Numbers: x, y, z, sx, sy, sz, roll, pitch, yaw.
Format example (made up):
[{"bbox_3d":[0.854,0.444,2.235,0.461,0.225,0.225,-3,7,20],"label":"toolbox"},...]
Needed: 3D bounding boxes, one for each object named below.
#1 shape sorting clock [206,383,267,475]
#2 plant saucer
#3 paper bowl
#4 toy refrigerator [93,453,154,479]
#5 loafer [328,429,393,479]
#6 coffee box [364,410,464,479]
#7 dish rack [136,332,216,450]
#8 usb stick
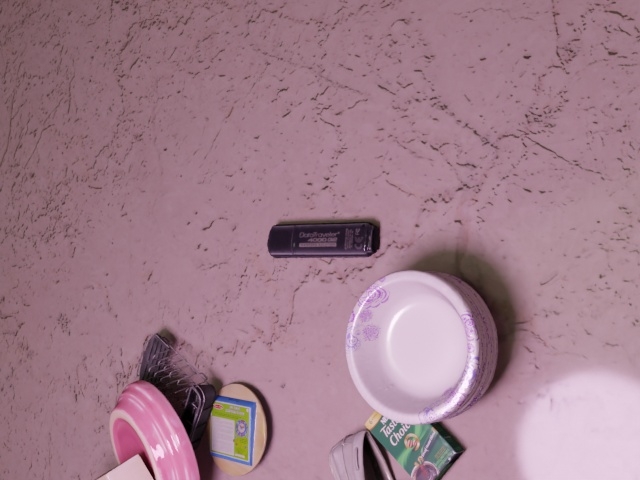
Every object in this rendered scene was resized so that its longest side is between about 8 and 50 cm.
[{"bbox_3d":[-0.192,0.430,1.919,0.206,0.040,0.206,-2,87,45],"label":"shape sorting clock"},{"bbox_3d":[-0.398,0.494,1.955,0.332,0.084,0.332,27,127,43],"label":"plant saucer"},{"bbox_3d":[0.199,0.199,1.591,0.284,0.148,0.284,-3,85,35],"label":"paper bowl"},{"bbox_3d":[-0.462,0.574,1.932,0.102,0.094,0.269,58,145,5],"label":"toy refrigerator"},{"bbox_3d":[0.119,0.527,1.646,0.111,0.112,0.319,-44,62,34],"label":"loafer"},{"bbox_3d":[0.181,0.386,1.655,0.184,0.040,0.113,46,112,29],"label":"coffee box"},{"bbox_3d":[-0.362,0.361,2.006,0.271,0.074,0.208,38,119,32],"label":"dish rack"},{"bbox_3d":[0.000,0.000,1.814,0.278,0.045,0.077,-1,79,36],"label":"usb stick"}]
